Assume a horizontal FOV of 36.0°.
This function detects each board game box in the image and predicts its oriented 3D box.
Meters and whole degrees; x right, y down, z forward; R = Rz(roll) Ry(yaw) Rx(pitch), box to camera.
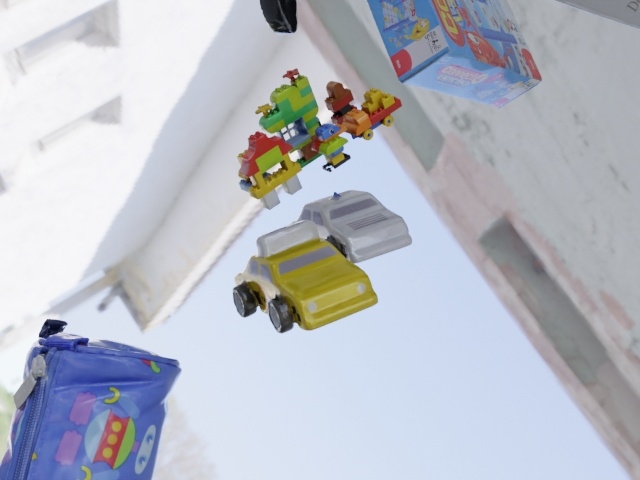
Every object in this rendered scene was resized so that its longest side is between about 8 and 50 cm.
[{"bbox_3d":[0.172,-0.363,1.439,0.086,0.302,0.308,-29,-106,32],"label":"board game box"}]

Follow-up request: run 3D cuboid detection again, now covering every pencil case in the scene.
[{"bbox_3d":[-0.206,0.217,0.774,0.119,0.306,0.133,1,-18,41],"label":"pencil case"}]

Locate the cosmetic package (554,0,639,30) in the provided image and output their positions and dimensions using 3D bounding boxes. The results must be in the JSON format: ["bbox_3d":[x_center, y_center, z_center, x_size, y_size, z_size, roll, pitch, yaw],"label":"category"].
[{"bbox_3d":[0.470,-0.429,1.067,0.393,0.329,0.327,18,-36,-2],"label":"cosmetic package"}]

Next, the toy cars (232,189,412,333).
[{"bbox_3d":[0.000,0.000,1.084,0.394,0.176,0.087,-49,127,-69],"label":"toy cars"}]

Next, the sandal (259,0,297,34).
[{"bbox_3d":[-0.019,-0.318,0.926,0.097,0.054,0.254,-60,158,-66],"label":"sandal"}]

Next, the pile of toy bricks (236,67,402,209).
[{"bbox_3d":[-0.022,-0.139,1.106,0.118,0.212,0.105,25,-36,51],"label":"pile of toy bricks"}]
